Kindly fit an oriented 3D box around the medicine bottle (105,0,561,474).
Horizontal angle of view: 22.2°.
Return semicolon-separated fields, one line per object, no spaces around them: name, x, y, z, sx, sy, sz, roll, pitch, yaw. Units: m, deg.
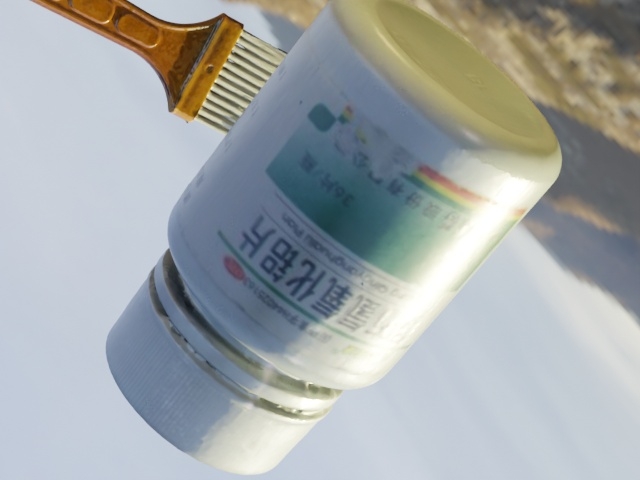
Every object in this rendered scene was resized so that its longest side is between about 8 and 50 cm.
medicine bottle;0.000;0.000;0.468;0.080;0.130;0.080;33;-159;-15

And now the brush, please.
brush;-0.154;-0.167;1.245;0.314;0.090;0.017;27;-176;-30
